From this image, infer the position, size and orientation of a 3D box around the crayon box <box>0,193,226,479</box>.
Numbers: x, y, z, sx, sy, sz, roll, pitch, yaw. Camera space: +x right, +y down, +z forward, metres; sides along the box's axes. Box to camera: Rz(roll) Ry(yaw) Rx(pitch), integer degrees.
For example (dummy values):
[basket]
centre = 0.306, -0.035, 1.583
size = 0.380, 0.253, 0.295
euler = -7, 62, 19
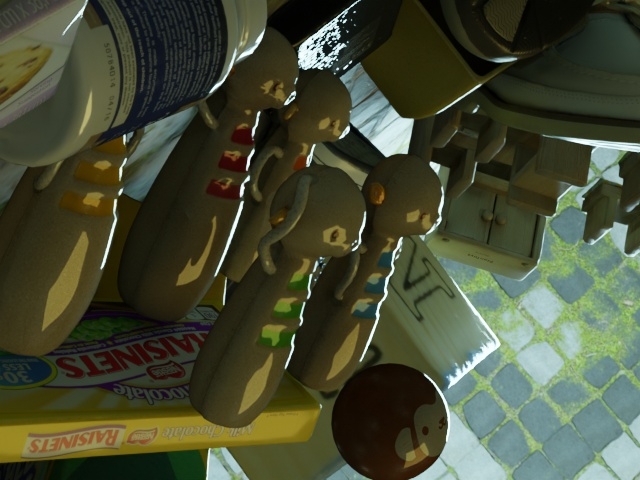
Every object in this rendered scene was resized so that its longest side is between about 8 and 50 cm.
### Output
[crayon box]
centre = -0.141, 0.121, 0.873
size = 0.203, 0.083, 0.323
euler = -46, -153, 37

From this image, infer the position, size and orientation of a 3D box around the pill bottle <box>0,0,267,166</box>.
[pill bottle]
centre = -0.071, -0.073, 0.554
size = 0.067, 0.067, 0.120
euler = -46, 171, 36

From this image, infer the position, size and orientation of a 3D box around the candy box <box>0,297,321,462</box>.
[candy box]
centre = -0.108, 0.062, 0.738
size = 0.205, 0.105, 0.027
euler = 2, 121, -41

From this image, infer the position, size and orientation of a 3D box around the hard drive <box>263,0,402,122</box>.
[hard drive]
centre = 0.008, -0.119, 0.878
size = 0.094, 0.022, 0.135
euler = -39, 173, -11

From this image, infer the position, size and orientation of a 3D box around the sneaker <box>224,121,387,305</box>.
[sneaker]
centre = -0.028, -0.015, 1.068
size = 0.163, 0.086, 0.226
euler = -44, 174, 4

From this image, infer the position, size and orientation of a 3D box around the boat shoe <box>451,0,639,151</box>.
[boat shoe]
centre = 0.166, -0.121, 1.038
size = 0.302, 0.113, 0.103
euler = -150, -109, -65

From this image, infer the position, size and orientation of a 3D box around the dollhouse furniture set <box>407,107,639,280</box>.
[dollhouse furniture set]
centre = 0.183, -0.090, 1.330
size = 0.242, 0.212, 0.161
euler = 127, -22, -64

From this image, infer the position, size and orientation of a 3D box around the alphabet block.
[alphabet block]
centre = 0.001, 0.077, 1.304
size = 0.192, 0.197, 0.193
euler = -38, 174, 20

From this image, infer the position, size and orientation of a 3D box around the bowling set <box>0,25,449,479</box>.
[bowling set]
centre = 0.000, 0.000, 0.731
size = 0.154, 0.199, 0.287
euler = -64, 165, 17

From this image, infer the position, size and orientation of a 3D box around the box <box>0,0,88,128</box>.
[box]
centre = -0.200, 0.005, 0.369
size = 0.324, 0.063, 0.067
euler = -37, 171, -30

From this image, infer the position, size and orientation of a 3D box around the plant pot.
[plant pot]
centre = 0.073, -0.122, 0.986
size = 0.081, 0.081, 0.083
euler = -34, 175, -44

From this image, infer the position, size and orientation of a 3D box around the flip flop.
[flip flop]
centre = 0.149, -0.184, 0.957
size = 0.080, 0.112, 0.277
euler = -9, -158, 48
